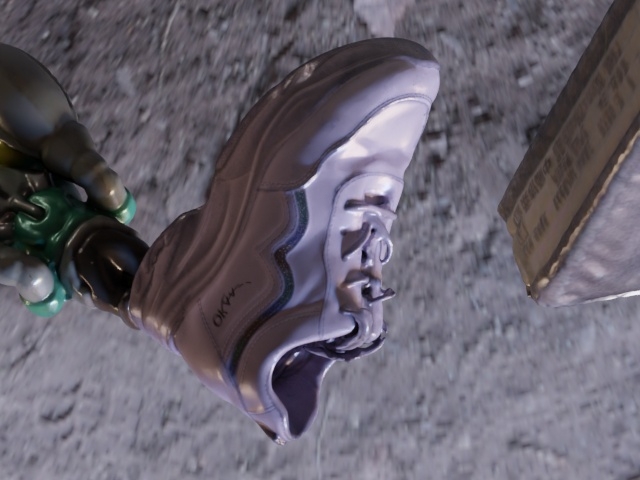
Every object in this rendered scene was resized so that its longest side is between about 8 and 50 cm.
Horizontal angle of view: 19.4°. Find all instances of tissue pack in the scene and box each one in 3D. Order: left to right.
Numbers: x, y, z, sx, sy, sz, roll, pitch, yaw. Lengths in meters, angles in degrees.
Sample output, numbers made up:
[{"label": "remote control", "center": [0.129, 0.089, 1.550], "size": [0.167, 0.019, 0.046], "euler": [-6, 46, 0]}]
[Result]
[{"label": "tissue pack", "center": [0.330, -0.102, 1.392], "size": [0.288, 0.124, 0.394], "euler": [-2, 148, -18]}]

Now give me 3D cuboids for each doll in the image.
[{"label": "doll", "center": [-0.222, -0.043, 1.361], "size": [0.258, 0.195, 0.153], "euler": [3, 149, 11]}]

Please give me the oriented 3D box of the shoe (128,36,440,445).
[{"label": "shoe", "center": [0.000, 0.000, 1.084], "size": [0.137, 0.095, 0.245], "euler": [48, 111, 19]}]
